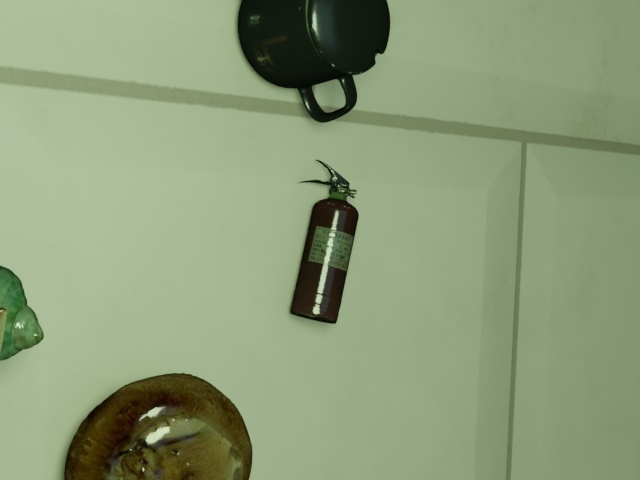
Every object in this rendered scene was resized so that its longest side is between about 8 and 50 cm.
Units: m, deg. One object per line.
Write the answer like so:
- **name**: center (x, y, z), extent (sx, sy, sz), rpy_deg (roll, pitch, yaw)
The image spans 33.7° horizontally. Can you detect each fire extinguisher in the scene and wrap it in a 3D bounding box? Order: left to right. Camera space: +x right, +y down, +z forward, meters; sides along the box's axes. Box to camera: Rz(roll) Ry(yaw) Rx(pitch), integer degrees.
- **fire extinguisher**: center (0.000, 0.000, 1.539), extent (0.099, 0.071, 0.231), rpy_deg (12, 84, -13)

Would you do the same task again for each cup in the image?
- **cup**: center (0.001, -0.272, 1.446), extent (0.169, 0.176, 0.223), rpy_deg (-33, 113, -38)

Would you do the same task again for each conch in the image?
- **conch**: center (-0.401, 0.072, 1.148), extent (0.188, 0.122, 0.176), rpy_deg (8, 116, -29)

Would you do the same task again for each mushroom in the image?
- **mushroom**: center (-0.199, 0.287, 1.324), extent (0.253, 0.153, 0.253), rpy_deg (-9, 106, -34)

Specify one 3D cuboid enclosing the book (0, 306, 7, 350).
- **book**: center (-0.496, 0.158, 1.060), extent (0.322, 0.018, 0.228), rpy_deg (9, 104, -26)
